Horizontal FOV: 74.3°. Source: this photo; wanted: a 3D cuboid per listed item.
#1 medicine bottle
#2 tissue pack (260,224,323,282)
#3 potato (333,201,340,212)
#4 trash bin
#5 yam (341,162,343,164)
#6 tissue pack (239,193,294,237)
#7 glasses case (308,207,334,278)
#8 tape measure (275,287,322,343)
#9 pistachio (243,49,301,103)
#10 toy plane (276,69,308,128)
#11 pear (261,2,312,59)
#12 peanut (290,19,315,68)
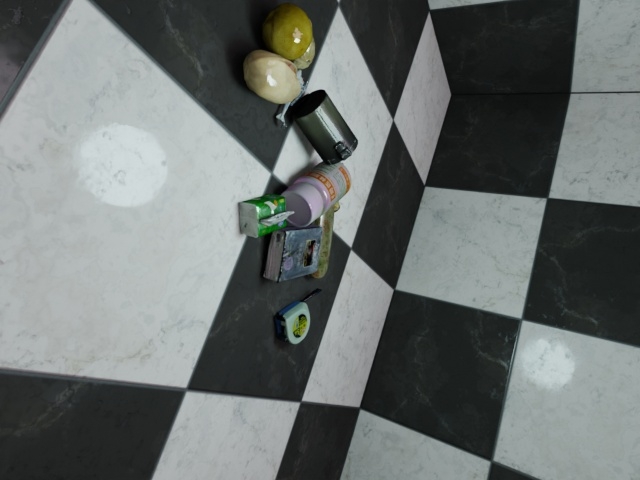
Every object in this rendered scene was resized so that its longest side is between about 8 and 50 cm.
[{"bbox_3d":[-0.023,-0.239,2.096,0.388,0.219,0.219,-43,134,-44],"label":"medicine bottle"},{"bbox_3d":[-0.128,0.054,2.100,0.361,0.122,0.259,-7,110,-59],"label":"tissue pack"},{"bbox_3d":[0.067,-0.222,2.403,0.096,0.067,0.103,-63,144,-31],"label":"potato"},{"bbox_3d":[0.022,-0.538,2.023,0.203,0.252,0.301,-35,125,7],"label":"trash bin"},{"bbox_3d":[0.101,-0.406,2.422,0.043,0.043,0.094,36,67,-57],"label":"yam"},{"bbox_3d":[-0.230,-0.108,1.855,0.209,0.156,0.147,-26,123,-55],"label":"tissue pack"},{"bbox_3d":[0.000,0.000,2.326,0.157,0.098,0.424,-3,102,-56],"label":"glasses case"},{"bbox_3d":[-0.106,0.408,2.276,0.351,0.098,0.215,-28,121,-49],"label":"tape measure"},{"bbox_3d":[-0.191,-0.664,1.713,0.299,0.188,0.187,-7,106,-58],"label":"pistachio"},{"bbox_3d":[-0.143,-0.649,1.920,0.273,0.107,0.182,-62,-166,7],"label":"toy plane"},{"bbox_3d":[-0.130,-0.845,1.727,0.209,0.209,0.208,-26,121,-54],"label":"pear"},{"bbox_3d":[-0.088,-0.880,1.873,0.129,0.129,0.224,-37,128,-49],"label":"peanut"}]
